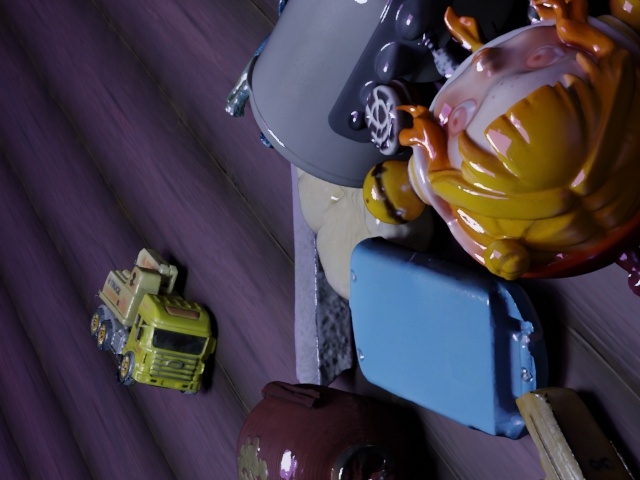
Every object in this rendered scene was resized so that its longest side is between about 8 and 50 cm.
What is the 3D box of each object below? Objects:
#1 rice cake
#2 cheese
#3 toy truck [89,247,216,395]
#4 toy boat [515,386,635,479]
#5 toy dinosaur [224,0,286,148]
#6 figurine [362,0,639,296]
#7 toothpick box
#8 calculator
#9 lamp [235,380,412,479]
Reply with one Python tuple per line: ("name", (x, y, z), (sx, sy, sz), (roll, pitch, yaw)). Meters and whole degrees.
("rice cake", (0.000, 0.000, 2.046), (0.072, 0.056, 0.365), (-14, 77, 59))
("cheese", (0.046, -0.060, 1.906), (0.159, 0.093, 0.263), (-60, 37, 41))
("toy truck", (-0.248, 0.115, 2.521), (0.272, 0.124, 0.157), (42, 118, 62))
("toy boat", (0.235, 0.221, 1.521), (0.226, 0.068, 0.088), (-117, 29, -43))
("toy dinosaur", (-0.048, -0.207, 2.057), (0.147, 0.076, 0.363), (-55, 18, 15))
("figurine", (0.191, -0.090, 1.464), (0.320, 0.196, 0.323), (-37, 32, 12))
("toothpick box", (0.069, -0.214, 1.705), (0.316, 0.229, 0.229), (121, 141, -47))
("calculator", (0.120, 0.097, 1.712), (0.293, 0.051, 0.173), (19, 121, 51))
("lamp", (0.002, 0.242, 1.902), (0.258, 0.180, 0.180), (179, 90, -66))
